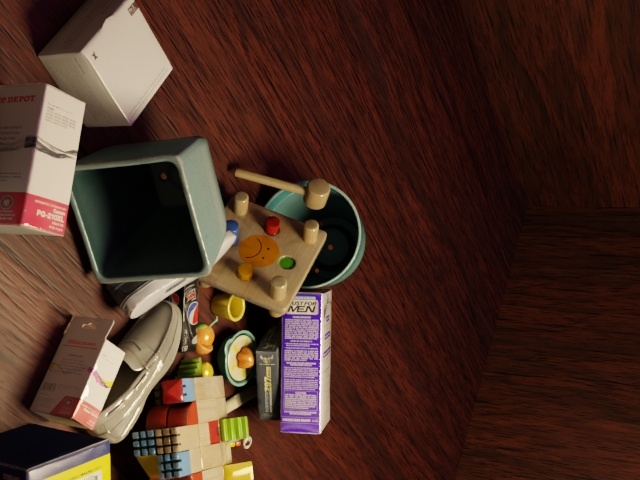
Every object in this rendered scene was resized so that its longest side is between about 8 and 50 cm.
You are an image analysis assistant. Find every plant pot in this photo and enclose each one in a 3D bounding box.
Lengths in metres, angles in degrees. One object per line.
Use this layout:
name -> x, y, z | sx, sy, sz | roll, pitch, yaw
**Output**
plant pot -> -0.318, -0.087, 1.747 | 0.252, 0.247, 0.248 | -63, 145, -61
plant pot -> 0.000, 0.000, 2.289 | 0.255, 0.271, 0.272 | 27, 69, -73

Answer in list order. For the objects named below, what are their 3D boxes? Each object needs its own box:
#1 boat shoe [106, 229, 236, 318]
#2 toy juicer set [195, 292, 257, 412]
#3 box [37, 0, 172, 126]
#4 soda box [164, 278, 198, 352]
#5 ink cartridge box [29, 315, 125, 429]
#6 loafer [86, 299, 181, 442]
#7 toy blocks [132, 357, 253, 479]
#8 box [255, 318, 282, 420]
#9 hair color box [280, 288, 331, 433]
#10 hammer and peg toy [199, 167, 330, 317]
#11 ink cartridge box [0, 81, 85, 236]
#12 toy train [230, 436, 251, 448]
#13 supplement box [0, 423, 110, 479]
boat shoe -> -0.311, 0.044, 1.842 | 0.301, 0.102, 0.108 | -36, 168, -30
toy juicer set -> -0.213, 0.303, 2.091 | 0.209, 0.089, 0.329 | -49, 133, -47
box -> -0.406, -0.341, 1.677 | 0.181, 0.119, 0.182 | -63, 142, -35
soda box -> -0.309, 0.161, 1.942 | 0.053, 0.060, 0.169 | 1, 91, -61
ink cartridge box -> -0.448, 0.246, 1.653 | 0.067, 0.115, 0.198 | 51, 51, -48
loafer -> -0.379, 0.252, 1.779 | 0.111, 0.112, 0.319 | 65, 40, -52
toy blocks -> -0.287, 0.435, 1.834 | 0.261, 0.190, 0.381 | 20, 61, -69
box -> -0.113, 0.320, 2.209 | 0.233, 0.059, 0.183 | -66, 157, -74
hair color box -> -0.034, 0.291, 2.169 | 0.185, 0.110, 0.339 | 5, 87, -82
hammer and peg toy -> -0.131, -0.009, 2.067 | 0.127, 0.266, 0.361 | 100, 14, -52
ink cartridge box -> -0.504, -0.133, 1.471 | 0.100, 0.172, 0.237 | 22, 73, -59
toy train -> -0.236, 0.512, 2.115 | 0.166, 0.046, 0.125 | -50, 135, -42
supplement box -> -0.495, 0.524, 1.514 | 0.195, 0.194, 0.357 | -8, 99, -60
